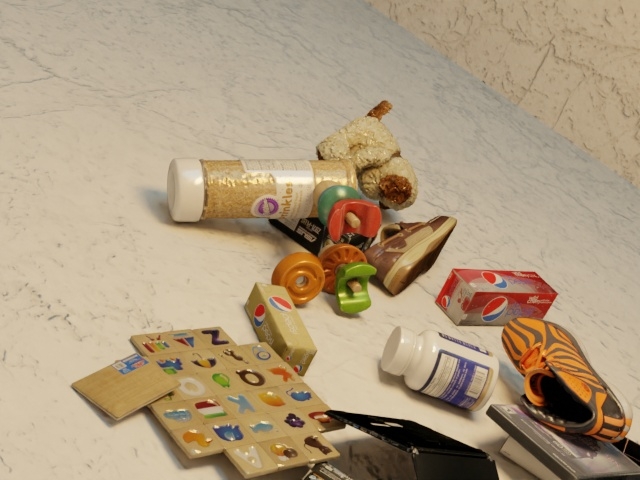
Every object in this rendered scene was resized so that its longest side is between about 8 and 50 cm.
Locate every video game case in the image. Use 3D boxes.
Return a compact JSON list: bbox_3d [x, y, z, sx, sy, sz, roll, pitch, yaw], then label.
[{"bbox_3d":[0.424,0.349,1.999,0.196,0.026,0.274,40,19,35],"label":"video game case"}]

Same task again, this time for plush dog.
[{"bbox_3d":[0.132,-0.165,2.592,0.225,0.211,0.262,52,3,5],"label":"plush dog"}]

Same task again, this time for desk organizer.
[{"bbox_3d":[0.567,0.399,2.121,0.130,0.050,0.047,28,25,2],"label":"desk organizer"}]

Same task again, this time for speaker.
[{"bbox_3d":[0.375,0.374,1.976,0.136,0.055,0.055,32,25,13],"label":"speaker"}]

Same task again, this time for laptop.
[{"bbox_3d":[0.153,0.367,1.752,0.264,0.136,0.234,18,0,40],"label":"laptop"}]

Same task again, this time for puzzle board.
[{"bbox_3d":[-0.279,0.210,1.679,0.096,0.011,0.128,29,33,28],"label":"puzzle board"}]

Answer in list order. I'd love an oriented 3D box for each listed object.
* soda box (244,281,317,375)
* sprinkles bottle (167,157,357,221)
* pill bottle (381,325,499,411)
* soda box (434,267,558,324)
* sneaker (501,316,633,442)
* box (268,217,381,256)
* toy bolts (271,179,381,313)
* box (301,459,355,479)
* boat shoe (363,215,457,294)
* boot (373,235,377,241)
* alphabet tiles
[{"bbox_3d":[-0.069,0.149,1.979,0.061,0.058,0.181,12,28,-30],"label":"soda box"},{"bbox_3d":[-0.112,-0.100,2.241,0.355,0.121,0.121,-2,34,-18],"label":"sprinkles bottle"},{"bbox_3d":[0.208,0.220,2.047,0.187,0.112,0.112,22,25,-11],"label":"pill bottle"},{"bbox_3d":[0.369,0.118,2.425,0.263,0.092,0.083,4,32,-40],"label":"soda box"},{"bbox_3d":[0.403,0.228,2.070,0.180,0.124,0.321,18,18,-42],"label":"sneaker"},{"bbox_3d":[0.009,-0.036,2.391,0.180,0.077,0.147,35,26,16],"label":"box"},{"bbox_3d":[0.000,0.000,2.164,0.218,0.228,0.158,0,26,-24],"label":"toy bolts"},{"bbox_3d":[0.038,0.402,1.607,0.191,0.045,0.184,31,26,11],"label":"box"},{"bbox_3d":[0.184,0.004,2.444,0.123,0.123,0.342,34,32,12],"label":"boat shoe"},{"bbox_3d":[0.071,-0.065,2.522,0.198,0.077,0.137,40,23,24],"label":"boot"},{"bbox_3d":[-0.134,0.234,1.756,0.285,0.011,0.342,-3,32,-40],"label":"alphabet tiles"}]
